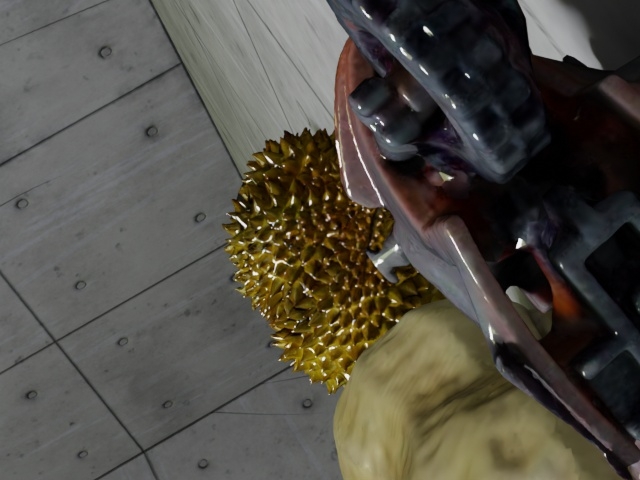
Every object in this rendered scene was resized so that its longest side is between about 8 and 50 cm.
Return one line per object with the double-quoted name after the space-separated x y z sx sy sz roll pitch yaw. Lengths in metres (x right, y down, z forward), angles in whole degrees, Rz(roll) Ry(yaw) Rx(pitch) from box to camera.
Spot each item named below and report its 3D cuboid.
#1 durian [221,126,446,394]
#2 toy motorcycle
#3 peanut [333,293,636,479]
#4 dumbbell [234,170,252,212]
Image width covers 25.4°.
0.013 0.010 0.830 0.158 0.137 0.168 39 157 12 "durian"
0.073 0.006 0.380 0.212 0.084 0.118 48 177 -13 "toy motorcycle"
0.083 0.093 0.591 0.130 0.130 0.290 61 173 -13 "peanut"
0.000 0.000 1.082 0.100 0.100 0.191 62 175 -22 "dumbbell"
